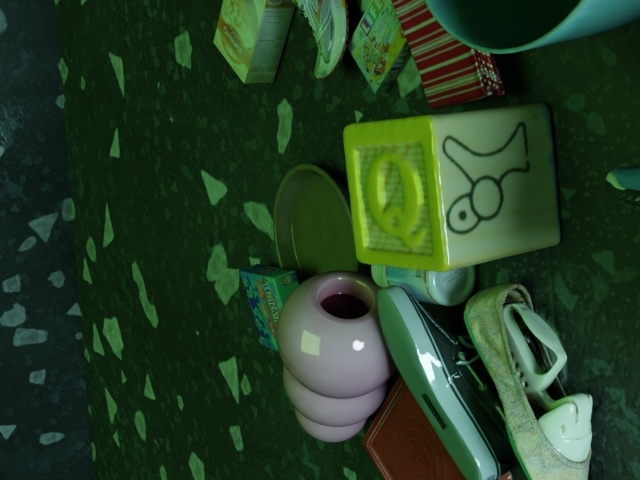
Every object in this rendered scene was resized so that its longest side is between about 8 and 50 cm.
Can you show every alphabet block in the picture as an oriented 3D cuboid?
[{"bbox_3d":[0.167,-0.072,1.168,0.193,0.197,0.193,1,100,58],"label":"alphabet block"}]

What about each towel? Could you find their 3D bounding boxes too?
[{"bbox_3d":[0.142,-0.309,1.197,0.275,0.031,0.199,68,165,-10],"label":"towel"}]

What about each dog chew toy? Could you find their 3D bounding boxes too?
[{"bbox_3d":[0.026,0.207,1.483,0.207,0.206,0.332,51,148,37],"label":"dog chew toy"}]

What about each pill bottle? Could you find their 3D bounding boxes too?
[{"bbox_3d":[0.147,0.047,1.338,0.160,0.087,0.087,7,105,58],"label":"pill bottle"}]

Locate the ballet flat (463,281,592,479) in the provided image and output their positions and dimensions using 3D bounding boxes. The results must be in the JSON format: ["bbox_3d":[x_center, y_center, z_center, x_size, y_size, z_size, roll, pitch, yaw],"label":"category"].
[{"bbox_3d":[0.282,0.194,1.160,0.106,0.107,0.316,-40,65,39],"label":"ballet flat"}]

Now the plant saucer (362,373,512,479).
[{"bbox_3d":[0.164,0.344,1.438,0.258,0.047,0.259,57,142,32],"label":"plant saucer"}]

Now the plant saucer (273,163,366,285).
[{"bbox_3d":[0.000,0.000,1.604,0.278,0.041,0.278,25,120,53],"label":"plant saucer"}]

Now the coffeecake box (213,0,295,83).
[{"bbox_3d":[-0.121,-0.404,1.651,0.142,0.068,0.185,55,140,35],"label":"coffeecake box"}]

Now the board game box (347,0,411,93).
[{"bbox_3d":[0.101,-0.312,1.365,0.103,0.026,0.154,63,145,25],"label":"board game box"}]

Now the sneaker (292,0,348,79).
[{"bbox_3d":[-0.006,-0.370,1.439,0.088,0.092,0.225,-134,41,-78],"label":"sneaker"}]

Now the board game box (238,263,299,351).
[{"bbox_3d":[-0.083,0.131,1.714,0.210,0.047,0.160,3,110,67],"label":"board game box"}]

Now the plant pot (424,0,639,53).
[{"bbox_3d":[0.264,-0.342,0.900,0.293,0.235,0.293,25,120,53],"label":"plant pot"}]

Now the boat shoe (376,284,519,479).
[{"bbox_3d":[0.189,0.189,1.282,0.306,0.105,0.113,59,160,16],"label":"boat shoe"}]

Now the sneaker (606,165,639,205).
[{"bbox_3d":[0.395,-0.069,0.933,0.211,0.080,0.081,5,97,47],"label":"sneaker"}]
